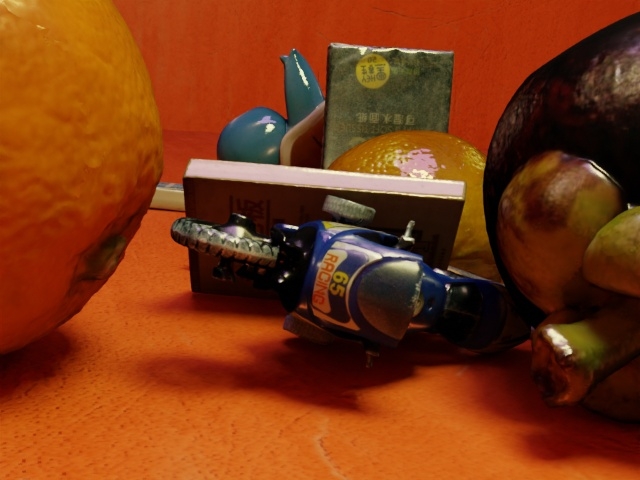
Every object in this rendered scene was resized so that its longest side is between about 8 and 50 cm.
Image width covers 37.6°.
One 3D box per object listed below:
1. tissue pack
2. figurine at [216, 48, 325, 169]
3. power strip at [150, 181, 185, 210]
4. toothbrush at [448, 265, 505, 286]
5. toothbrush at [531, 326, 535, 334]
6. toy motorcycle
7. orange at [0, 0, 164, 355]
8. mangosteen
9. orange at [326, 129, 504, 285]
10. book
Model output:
[{"bbox_3d":[0.094,-0.156,1.393,0.185,0.257,0.081,3,8,-2],"label":"tissue pack"},{"bbox_3d":[0.043,-0.158,1.586,0.416,0.243,0.298,9,-32,10],"label":"figurine"},{"bbox_3d":[-0.262,-0.069,1.371,0.192,0.035,0.081,6,10,0],"label":"power strip"},{"bbox_3d":[0.107,0.029,0.882,0.321,0.023,0.031,14,8,-12],"label":"toothbrush"},{"bbox_3d":[0.298,0.079,0.841,0.303,0.030,0.030,0,11,-9],"label":"toothbrush"},{"bbox_3d":[0.043,0.035,0.685,0.169,0.113,0.315,18,1,41],"label":"toy motorcycle"},{"bbox_3d":[-0.253,-0.065,0.606,0.312,0.312,0.312,5,10,-1],"label":"orange"},{"bbox_3d":[0.263,-0.009,0.649,0.296,0.297,0.313,2,43,-14],"label":"mangosteen"},{"bbox_3d":[0.103,-0.030,0.974,0.237,0.158,0.179,4,29,-15],"label":"orange"},{"bbox_3d":[0.000,0.000,0.815,0.230,0.161,0.026,5,49,-1],"label":"book"}]
